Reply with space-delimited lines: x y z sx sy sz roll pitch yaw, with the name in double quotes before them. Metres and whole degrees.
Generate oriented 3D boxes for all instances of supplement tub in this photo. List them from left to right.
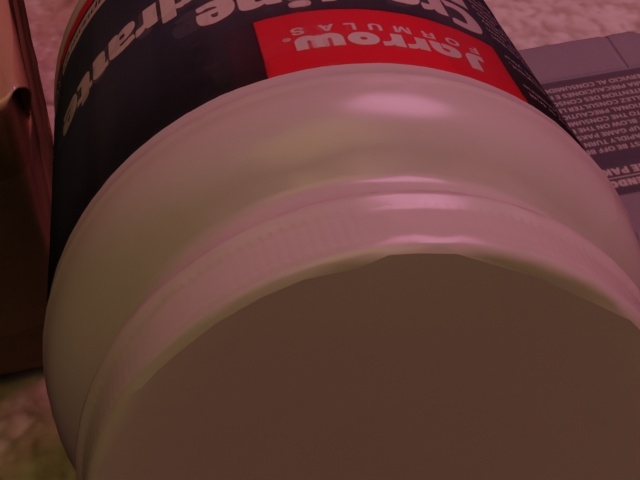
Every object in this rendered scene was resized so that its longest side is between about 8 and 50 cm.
"supplement tub" 0.000 0.000 0.469 0.191 0.191 0.272 -8 33 -6

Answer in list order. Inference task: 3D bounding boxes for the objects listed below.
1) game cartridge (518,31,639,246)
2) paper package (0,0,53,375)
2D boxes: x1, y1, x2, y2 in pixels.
"game cartridge" 0.100 -0.022 0.690 0.297 0.062 0.198 -10 48 -8
"paper package" -0.307 -0.060 0.671 0.325 0.168 0.309 -13 44 -9
